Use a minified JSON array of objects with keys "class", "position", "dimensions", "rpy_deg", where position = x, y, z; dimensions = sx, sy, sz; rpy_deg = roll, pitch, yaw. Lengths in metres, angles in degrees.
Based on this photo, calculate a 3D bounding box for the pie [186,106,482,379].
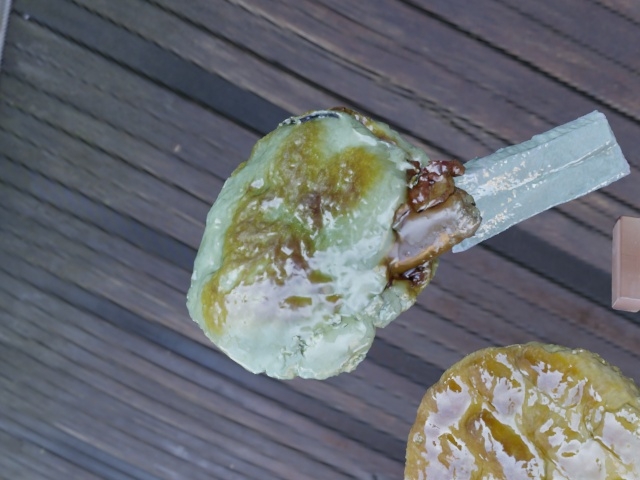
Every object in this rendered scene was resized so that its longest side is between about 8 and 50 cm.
[{"class":"pie","position":[-0.008,-0.002,0.961],"dimensions":[0.257,0.274,0.105],"rpy_deg":[40,178,33]}]

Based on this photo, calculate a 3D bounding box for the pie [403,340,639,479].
[{"class":"pie","position":[0.218,0.260,1.040],"dimensions":[0.083,0.339,0.339],"rpy_deg":[0,156,-44]}]

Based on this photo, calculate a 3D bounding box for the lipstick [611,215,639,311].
[{"class":"lipstick","position":[0.479,0.035,1.569],"dimensions":[0.045,0.145,0.045],"rpy_deg":[9,153,1]}]

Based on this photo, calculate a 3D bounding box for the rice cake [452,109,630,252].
[{"class":"rice cake","position":[0.223,-0.066,1.064],"dimensions":[0.040,0.226,0.085],"rpy_deg":[29,140,68]}]
